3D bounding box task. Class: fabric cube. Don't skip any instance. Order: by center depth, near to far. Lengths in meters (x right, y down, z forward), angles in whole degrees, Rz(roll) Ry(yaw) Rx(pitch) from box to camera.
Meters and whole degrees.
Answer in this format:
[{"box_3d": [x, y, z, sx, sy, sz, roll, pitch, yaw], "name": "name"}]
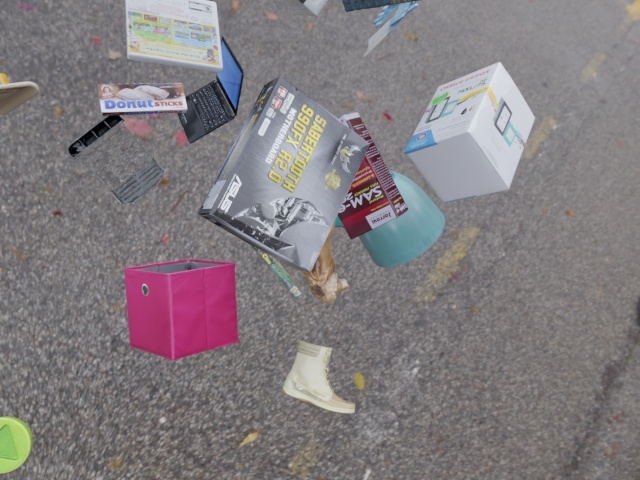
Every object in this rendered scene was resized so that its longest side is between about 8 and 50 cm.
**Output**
[{"box_3d": [-0.437, 0.204, 1.774, 0.259, 0.254, 0.257, -7, 98, -48], "name": "fabric cube"}]

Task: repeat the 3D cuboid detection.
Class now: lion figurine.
[{"box_3d": [0.000, 0.000, 1.786, 0.142, 0.392, 0.240, -7, 41, 2], "name": "lion figurine"}]

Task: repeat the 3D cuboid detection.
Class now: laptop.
[{"box_3d": [-0.363, -0.481, 1.805, 0.265, 0.136, 0.234, -30, 51, 1], "name": "laptop"}]

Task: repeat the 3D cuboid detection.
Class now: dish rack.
[{"box_3d": [-0.667, -0.262, 1.876, 0.208, 0.074, 0.271, -40, 109, -5], "name": "dish rack"}]

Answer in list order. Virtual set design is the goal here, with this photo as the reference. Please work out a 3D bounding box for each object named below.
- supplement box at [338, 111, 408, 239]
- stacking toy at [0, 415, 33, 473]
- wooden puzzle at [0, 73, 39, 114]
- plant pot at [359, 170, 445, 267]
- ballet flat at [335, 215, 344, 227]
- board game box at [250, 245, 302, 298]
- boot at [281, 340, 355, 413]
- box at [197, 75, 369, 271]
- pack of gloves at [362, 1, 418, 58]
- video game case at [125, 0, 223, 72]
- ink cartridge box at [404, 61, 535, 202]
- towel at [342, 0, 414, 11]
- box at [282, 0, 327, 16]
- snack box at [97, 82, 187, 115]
[{"box_3d": [0.072, -0.137, 1.212, 0.239, 0.130, 0.073, 61, 32, -3], "name": "supplement box"}, {"box_3d": [-0.856, 0.481, 1.378, 0.279, 0.130, 0.309, 42, 84, -5], "name": "stacking toy"}, {"box_3d": [-1.172, -0.477, 1.867, 0.348, 0.322, 0.080, -23, 100, -51], "name": "wooden puzzle"}, {"box_3d": [0.237, -0.092, 1.913, 0.235, 0.293, 0.293, 51, 48, -25], "name": "plant pot"}, {"box_3d": [0.010, -0.079, 2.002, 0.222, 0.079, 0.076, 0, 103, 1], "name": "ballet flat"}, {"box_3d": [-0.155, 0.066, 1.790, 0.030, 0.136, 0.259, -38, 111, 1], "name": "board game box"}, {"box_3d": [0.018, 0.473, 1.955, 0.262, 0.095, 0.203, 18, 79, 8], "name": "boot"}, {"box_3d": [-0.049, -0.094, 0.843, 0.183, 0.056, 0.230, 32, 75, -27], "name": "box"}, {"box_3d": [0.184, -0.587, 1.396, 0.046, 0.232, 0.195, 34, 53, -19], "name": "pack of gloves"}, {"box_3d": [-0.362, -0.521, 1.394, 0.227, 0.026, 0.206, 1, 70, -27], "name": "video game case"}, {"box_3d": [0.385, -0.271, 1.441, 0.197, 0.198, 0.270, 46, 56, -26], "name": "ink cartridge box"}, {"box_3d": [0.116, -0.564, 0.899, 0.272, 0.370, 0.040, 3, 47, 25], "name": "towel"}, {"box_3d": [-0.022, -0.626, 1.291, 0.119, 0.181, 0.182, 34, 9, -27], "name": "box"}, {"box_3d": [-0.381, -0.304, 1.214, 0.178, 0.022, 0.064, -9, 82, -26], "name": "snack box"}]
